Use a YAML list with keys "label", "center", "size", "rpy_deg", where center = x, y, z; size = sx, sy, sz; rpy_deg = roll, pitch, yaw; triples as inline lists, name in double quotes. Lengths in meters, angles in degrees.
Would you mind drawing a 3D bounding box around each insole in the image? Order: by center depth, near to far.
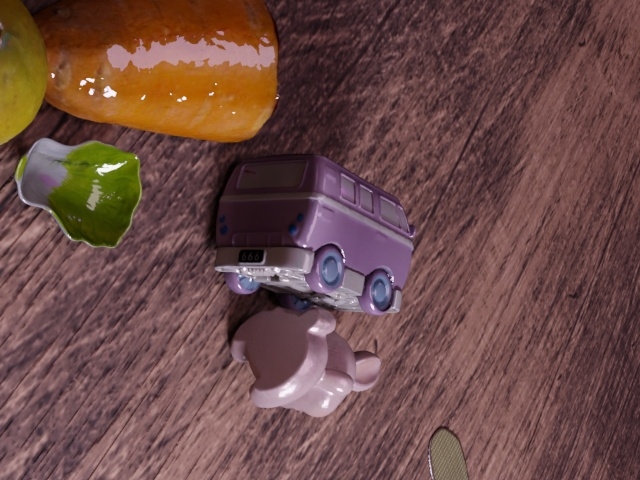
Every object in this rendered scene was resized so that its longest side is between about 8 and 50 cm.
- label: "insole"
  center: [0.202, 0.369, 1.567]
  size: [0.086, 0.005, 0.253]
  rpy_deg: [-48, 130, -37]

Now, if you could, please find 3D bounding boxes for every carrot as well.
- label: "carrot"
  center: [-0.157, -0.153, 0.925]
  size: [0.225, 0.159, 0.159]
  rpy_deg: [-13, 105, -41]

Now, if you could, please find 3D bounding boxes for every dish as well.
- label: "dish"
  center: [-0.219, -0.048, 0.933]
  size: [0.137, 0.039, 0.091]
  rpy_deg: [22, 82, -51]

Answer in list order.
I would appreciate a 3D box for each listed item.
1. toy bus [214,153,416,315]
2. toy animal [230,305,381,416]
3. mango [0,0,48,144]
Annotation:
- label: "toy bus"
  center: [0.000, 0.000, 1.138]
  size: [0.202, 0.142, 0.142]
  rpy_deg: [26, 68, -50]
- label: "toy animal"
  center: [-0.005, 0.148, 1.185]
  size: [0.212, 0.124, 0.124]
  rpy_deg: [37, 65, -55]
- label: "mango"
  center: [-0.302, -0.141, 0.724]
  size: [0.262, 0.167, 0.130]
  rpy_deg: [20, 64, -49]
